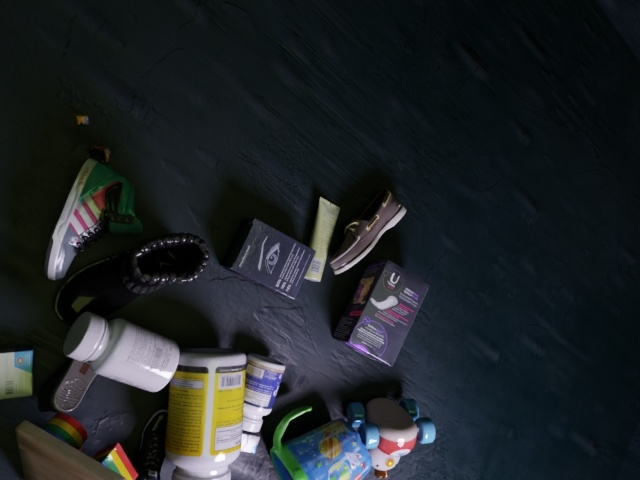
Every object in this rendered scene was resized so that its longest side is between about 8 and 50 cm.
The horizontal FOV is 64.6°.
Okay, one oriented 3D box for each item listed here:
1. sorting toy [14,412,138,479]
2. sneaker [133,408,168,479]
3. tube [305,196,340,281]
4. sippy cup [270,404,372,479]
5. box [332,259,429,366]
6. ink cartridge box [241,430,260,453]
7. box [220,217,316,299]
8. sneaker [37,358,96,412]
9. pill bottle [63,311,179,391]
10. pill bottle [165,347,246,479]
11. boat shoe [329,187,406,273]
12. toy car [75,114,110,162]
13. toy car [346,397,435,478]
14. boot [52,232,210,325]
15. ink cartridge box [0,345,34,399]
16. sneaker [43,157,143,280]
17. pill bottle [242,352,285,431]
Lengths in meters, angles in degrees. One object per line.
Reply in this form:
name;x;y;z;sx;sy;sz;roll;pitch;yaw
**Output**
sorting toy;-0.519;0.501;1.111;0.257;0.256;0.089;26;39;8
sneaker;-0.410;0.542;1.254;0.079;0.121;0.217;24;80;-26
tube;0.000;0.000;1.492;0.062;0.070;0.240;14;81;4
sippy cup;0.012;0.623;1.406;0.224;0.240;0.306;-27;126;-24
box;0.180;0.214;1.525;0.165;0.143;0.270;31;77;-14
ink cartridge box;-0.216;0.557;1.404;0.083;0.028;0.048;21;81;-25
box;-0.143;0.050;1.389;0.207;0.108;0.153;31;77;-24
sneaker;-0.579;0.300;1.195;0.083;0.118;0.222;52;40;-27
pill bottle;-0.454;0.253;1.164;0.229;0.131;0.131;35;75;-37
pill bottle;-0.287;0.443;1.262;0.187;0.188;0.334;6;82;-27
boat shoe;0.129;-0.031;1.525;0.324;0.116;0.097;-44;104;-24
toy car;-0.537;-0.247;1.216;0.040;0.060;0.122;-35;116;-55
toy car;0.200;0.625;1.534;0.219;0.210;0.238;1;103;-17
boot;-0.437;0.086;1.155;0.348;0.260;0.131;-34;105;-23
ink cartridge box;-0.738;0.296;1.118;0.181;0.061;0.104;0;90;-27
sneaker;-0.516;-0.028;1.197;0.178;0.124;0.296;20;80;-16
pill bottle;-0.175;0.413;1.376;0.112;0.112;0.187;22;82;-25
